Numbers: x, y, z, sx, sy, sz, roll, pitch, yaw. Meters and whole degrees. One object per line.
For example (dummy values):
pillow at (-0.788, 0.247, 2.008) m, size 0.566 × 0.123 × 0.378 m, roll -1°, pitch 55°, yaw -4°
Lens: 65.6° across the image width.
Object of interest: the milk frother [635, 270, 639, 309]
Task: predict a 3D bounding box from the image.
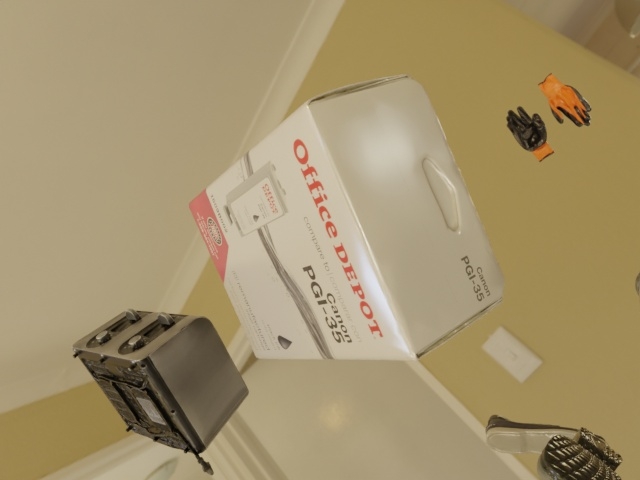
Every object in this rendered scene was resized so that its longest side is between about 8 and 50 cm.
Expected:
milk frother at (0.344, 0.077, 0.395) m, size 0.129 × 0.143 × 0.134 m, roll 89°, pitch -158°, yaw -46°

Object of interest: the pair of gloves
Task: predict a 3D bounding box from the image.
pair of gloves at (0.266, -0.143, 0.583) m, size 0.083 × 0.074 × 0.010 m, roll -45°, pitch -14°, yaw 33°

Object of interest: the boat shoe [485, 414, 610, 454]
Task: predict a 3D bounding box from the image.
boat shoe at (0.412, 0.355, 0.913) m, size 0.065 × 0.206 × 0.075 m, roll -56°, pitch -38°, yaw -61°

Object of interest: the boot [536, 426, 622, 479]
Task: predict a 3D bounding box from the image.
boot at (0.307, 0.337, 0.642) m, size 0.247 × 0.083 × 0.161 m, roll 19°, pitch -73°, yaw -51°

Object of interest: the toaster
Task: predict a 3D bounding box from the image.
toaster at (-0.200, 0.180, 0.643) m, size 0.110 × 0.168 × 0.185 m, roll -44°, pitch -59°, yaw -42°

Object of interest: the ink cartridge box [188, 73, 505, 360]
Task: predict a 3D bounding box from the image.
ink cartridge box at (0.000, 0.000, 0.484) m, size 0.117 × 0.207 × 0.283 m, roll -24°, pitch 1°, yaw -33°
